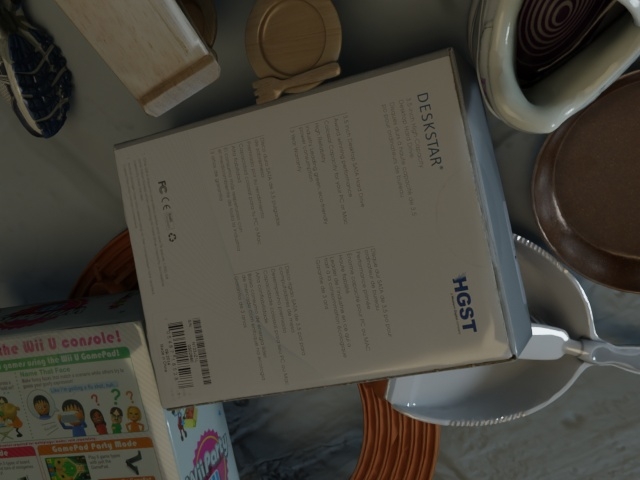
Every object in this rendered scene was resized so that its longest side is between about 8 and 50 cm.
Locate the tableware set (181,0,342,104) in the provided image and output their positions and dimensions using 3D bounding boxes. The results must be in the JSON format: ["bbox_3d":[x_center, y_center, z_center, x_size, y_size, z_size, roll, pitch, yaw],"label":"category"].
[{"bbox_3d":[-0.051,-0.165,0.462,0.141,0.020,0.168,6,101,24],"label":"tableware set"}]

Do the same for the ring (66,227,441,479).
[{"bbox_3d":[-0.073,0.137,0.633,0.336,0.032,0.336,4,105,16],"label":"ring"}]

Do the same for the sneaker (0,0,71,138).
[{"bbox_3d":[-0.225,-0.134,0.555,0.058,0.052,0.135,-9,113,30],"label":"sneaker"}]

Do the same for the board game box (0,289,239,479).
[{"bbox_3d":[-0.178,0.200,0.614,0.224,0.097,0.303,-8,102,18],"label":"board game box"}]

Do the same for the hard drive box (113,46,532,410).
[{"bbox_3d":[0.000,0.000,0.512,0.232,0.089,0.181,-11,88,21],"label":"hard drive box"}]

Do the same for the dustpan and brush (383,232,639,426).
[{"bbox_3d":[0.165,0.072,0.572,0.211,0.060,0.147,9,99,-24],"label":"dustpan and brush"}]

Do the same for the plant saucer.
[{"bbox_3d":[0.223,-0.040,0.515,0.168,0.029,0.168,6,123,10],"label":"plant saucer"}]

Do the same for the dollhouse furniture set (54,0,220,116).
[{"bbox_3d":[0.003,-0.247,0.381,0.355,0.303,0.174,-32,142,1],"label":"dollhouse furniture set"}]

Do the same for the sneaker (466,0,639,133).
[{"bbox_3d":[0.169,-0.178,0.365,0.114,0.152,0.305,25,123,-1],"label":"sneaker"}]
